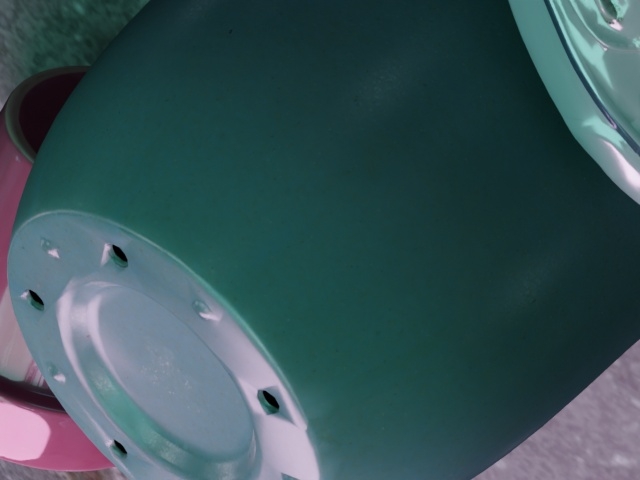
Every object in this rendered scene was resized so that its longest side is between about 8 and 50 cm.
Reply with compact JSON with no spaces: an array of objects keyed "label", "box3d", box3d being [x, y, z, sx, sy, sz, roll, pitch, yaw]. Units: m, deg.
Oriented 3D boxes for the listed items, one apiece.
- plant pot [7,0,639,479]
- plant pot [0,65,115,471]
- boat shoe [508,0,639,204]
[{"label":"plant pot","box3d":[0.000,0.000,0.780,0.293,0.235,0.293,28,141,25]},{"label":"plant pot","box3d":[-0.144,0.005,0.995,0.201,0.201,0.180,36,129,16]},{"label":"boat shoe","box3d":[0.123,-0.116,0.656,0.258,0.095,0.084,55,149,-12]}]
